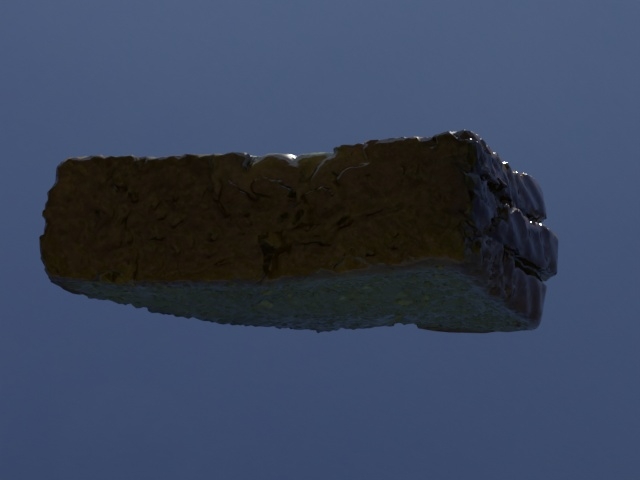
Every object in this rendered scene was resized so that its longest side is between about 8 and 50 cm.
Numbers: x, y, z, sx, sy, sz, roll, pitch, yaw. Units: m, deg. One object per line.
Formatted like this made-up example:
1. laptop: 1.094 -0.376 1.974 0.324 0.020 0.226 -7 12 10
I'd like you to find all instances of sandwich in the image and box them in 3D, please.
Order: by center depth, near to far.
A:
1. sandwich: 0.000 0.005 1.189 0.288 0.254 0.099 -3 -99 16
